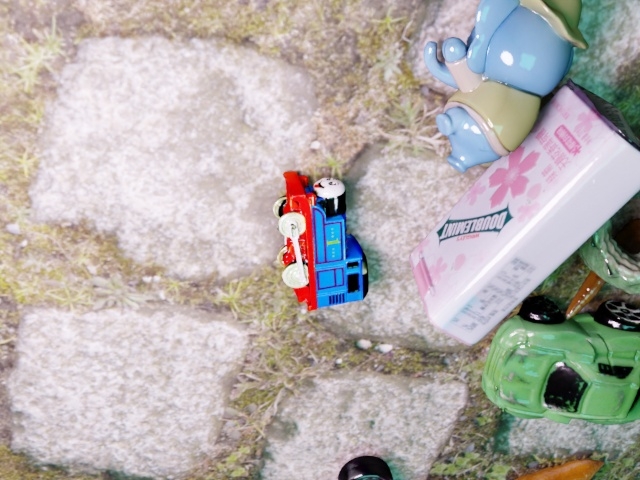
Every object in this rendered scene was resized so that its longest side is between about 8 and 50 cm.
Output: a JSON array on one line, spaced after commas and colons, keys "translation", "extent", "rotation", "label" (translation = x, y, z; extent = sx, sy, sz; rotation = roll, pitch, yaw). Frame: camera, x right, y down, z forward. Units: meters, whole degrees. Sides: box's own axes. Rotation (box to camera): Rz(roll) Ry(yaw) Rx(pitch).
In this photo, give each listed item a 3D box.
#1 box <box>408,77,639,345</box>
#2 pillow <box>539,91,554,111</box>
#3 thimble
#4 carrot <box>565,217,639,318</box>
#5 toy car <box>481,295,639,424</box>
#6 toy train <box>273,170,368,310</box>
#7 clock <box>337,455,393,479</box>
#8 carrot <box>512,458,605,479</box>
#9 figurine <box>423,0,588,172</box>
[{"translation": [0.290, -0.038, 0.973], "extent": [0.112, 0.190, 0.370], "rotation": [29, 118, -24], "label": "box"}, {"translation": [0.331, -0.155, 1.030], "extent": [0.217, 0.033, 0.130], "rotation": [30, 113, -25], "label": "pillow"}, {"translation": [0.491, -0.031, 1.034], "extent": [0.218, 0.150, 0.219], "rotation": [1, 101, 8], "label": "thimble"}, {"translation": [0.478, 0.048, 1.143], "extent": [0.216, 0.048, 0.048], "rotation": [-48, 118, -2], "label": "carrot"}, {"translation": [0.474, 0.231, 1.196], "extent": [0.358, 0.176, 0.214], "rotation": [4, 117, -14], "label": "toy car"}, {"translation": [0.000, 0.000, 1.019], "extent": [0.131, 0.083, 0.204], "rotation": [-8, 122, -7], "label": "toy train"}, {"translation": [0.004, 0.585, 1.336], "extent": [0.378, 0.120, 0.277], "rotation": [-27, 117, 9], "label": "clock"}, {"translation": [0.496, 0.495, 1.413], "extent": [0.205, 0.072, 0.072], "rotation": [-21, 121, -2], "label": "carrot"}, {"translation": [0.237, -0.227, 0.899], "extent": [0.180, 0.154, 0.262], "rotation": [41, 92, -13], "label": "figurine"}]
